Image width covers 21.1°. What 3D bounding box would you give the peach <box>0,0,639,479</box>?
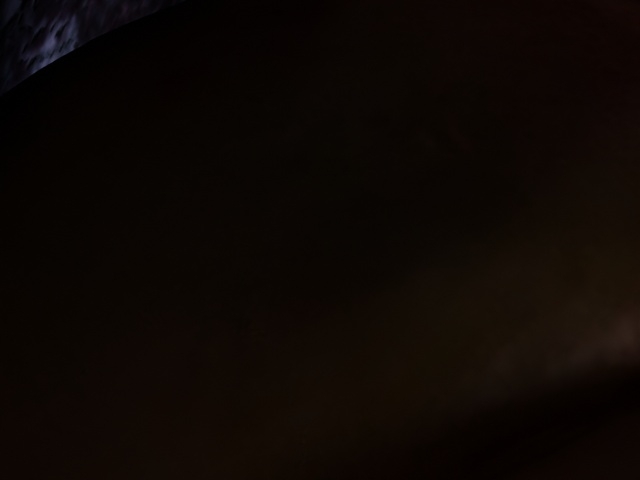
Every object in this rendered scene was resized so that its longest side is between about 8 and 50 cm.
[{"bbox_3d":[0.022,0.069,0.427,0.292,0.292,0.247,-65,164,-10],"label":"peach"}]
